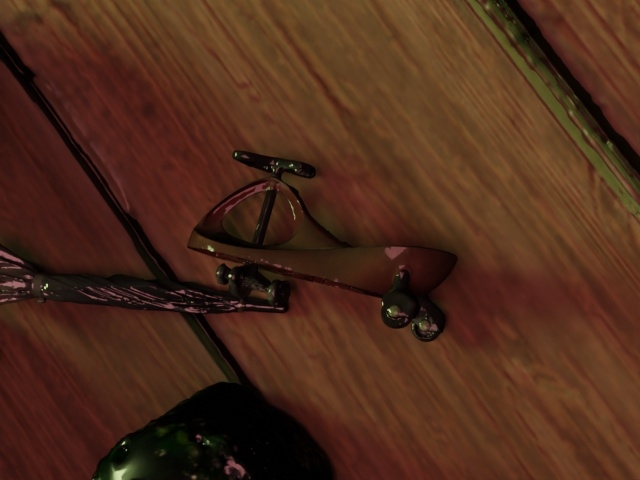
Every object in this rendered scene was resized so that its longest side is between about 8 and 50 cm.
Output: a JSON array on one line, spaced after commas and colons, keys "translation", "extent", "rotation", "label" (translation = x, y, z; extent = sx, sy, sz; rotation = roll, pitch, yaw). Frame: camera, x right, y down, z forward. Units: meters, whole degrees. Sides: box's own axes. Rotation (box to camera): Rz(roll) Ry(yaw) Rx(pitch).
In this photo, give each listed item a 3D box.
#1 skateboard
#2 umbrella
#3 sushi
[{"translation": [0.000, 0.000, 0.781], "extent": [0.151, 0.067, 0.080], "rotation": [12, 85, 20], "label": "skateboard"}, {"translation": [-0.148, 0.022, 0.853], "extent": [0.269, 0.044, 0.044], "rotation": [2, 126, 11], "label": "umbrella"}, {"translation": [-0.091, 0.190, 0.798], "extent": [0.124, 0.127, 0.225], "rotation": [37, 105, 13], "label": "sushi"}]
